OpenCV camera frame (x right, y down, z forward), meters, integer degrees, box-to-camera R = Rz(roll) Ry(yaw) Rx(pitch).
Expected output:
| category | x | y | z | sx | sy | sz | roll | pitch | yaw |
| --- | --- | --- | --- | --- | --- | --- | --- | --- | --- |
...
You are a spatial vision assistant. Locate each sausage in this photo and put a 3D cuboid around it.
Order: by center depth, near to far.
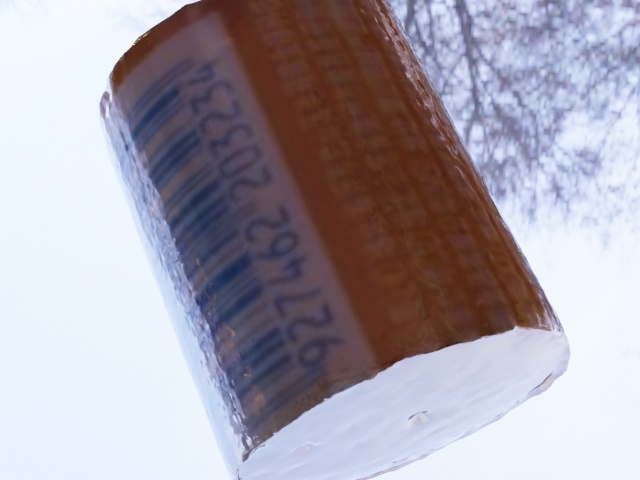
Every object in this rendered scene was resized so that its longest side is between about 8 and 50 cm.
| category | x | y | z | sx | sy | sz | roll | pitch | yaw |
| --- | --- | --- | --- | --- | --- | --- | --- | --- | --- |
| sausage | 0.000 | 0.000 | 0.905 | 0.233 | 0.233 | 0.287 | -22 | -117 | -9 |
